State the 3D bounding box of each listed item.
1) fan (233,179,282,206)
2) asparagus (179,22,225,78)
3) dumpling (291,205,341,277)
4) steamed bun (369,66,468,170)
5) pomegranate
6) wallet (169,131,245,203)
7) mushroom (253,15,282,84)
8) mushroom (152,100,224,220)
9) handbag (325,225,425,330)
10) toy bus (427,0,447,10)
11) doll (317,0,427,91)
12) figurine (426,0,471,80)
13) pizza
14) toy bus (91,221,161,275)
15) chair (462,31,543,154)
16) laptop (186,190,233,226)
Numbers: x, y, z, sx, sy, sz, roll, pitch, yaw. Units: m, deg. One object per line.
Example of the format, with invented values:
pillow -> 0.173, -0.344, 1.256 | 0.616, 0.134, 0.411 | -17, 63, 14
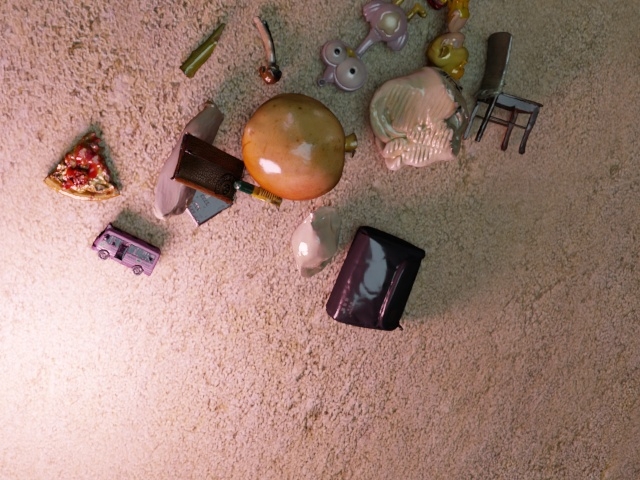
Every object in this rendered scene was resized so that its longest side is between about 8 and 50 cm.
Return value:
fan -> -0.178, -0.140, 1.845 | 0.155, 0.082, 0.039 | 20, 93, -33
asparagus -> -0.313, -0.519, 1.759 | 0.178, 0.041, 0.045 | -47, 64, 0
dumpling -> -0.001, 0.004, 1.923 | 0.166, 0.126, 0.216 | -9, 96, -38
steamed bun -> 0.284, -0.360, 1.862 | 0.280, 0.207, 0.268 | -11, 107, 17
pomegranate -> -0.054, -0.251, 1.754 | 0.319, 0.319, 0.319 | -3, 104, -12
wallet -> -0.299, -0.191, 1.758 | 0.243, 0.039, 0.133 | 24, 83, -58
mushroom -> -0.152, -0.528, 1.794 | 0.060, 0.061, 0.187 | -12, 94, -24
mushroom -> -0.363, -0.219, 1.768 | 0.109, 0.097, 0.352 | 24, 89, -53
handbag -> 0.192, 0.137, 1.957 | 0.274, 0.178, 0.302 | 19, 98, -16
toy bus -> 0.398, -0.738, 1.846 | 0.195, 0.089, 0.081 | -31, 107, -4
doll -> 0.131, -0.559, 1.825 | 0.365, 0.094, 0.160 | -43, 105, -1
figurine -> 0.373, -0.575, 1.849 | 0.156, 0.131, 0.247 | -24, 132, -49
pizza -> -0.647, -0.202, 1.747 | 0.200, 0.053, 0.193 | 2, 103, -13
toy bus -> -0.544, 0.026, 1.810 | 0.178, 0.087, 0.098 | 27, 93, -20
chair -> 0.555, -0.436, 1.922 | 0.186, 0.160, 0.319 | 14, 100, -10
laptop -> -0.351, -0.144, 1.851 | 0.129, 0.016, 0.180 | -34, 106, -4
